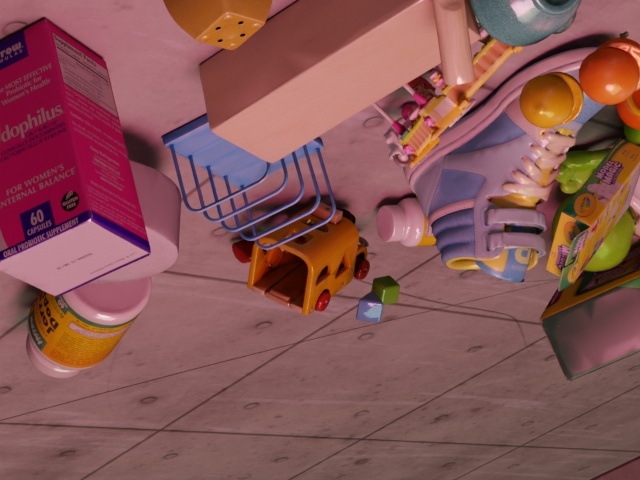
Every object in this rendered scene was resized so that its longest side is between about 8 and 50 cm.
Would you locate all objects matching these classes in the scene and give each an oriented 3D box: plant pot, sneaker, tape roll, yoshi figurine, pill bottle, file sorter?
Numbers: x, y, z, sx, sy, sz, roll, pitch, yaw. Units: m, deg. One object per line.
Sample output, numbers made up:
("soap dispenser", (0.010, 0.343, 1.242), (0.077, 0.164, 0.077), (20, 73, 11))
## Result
("plant pot", (-0.091, -0.223, 1.420), (0.081, 0.083, 0.081), (8, 147, -45))
("sneaker", (0.250, -0.071, 1.815), (0.127, 0.208, 0.319), (11, 144, -42))
("tape roll", (-0.262, -0.021, 1.701), (0.219, 0.072, 0.219), (1, 160, 0))
("yoshi figurine", (0.399, -0.059, 1.990), (0.203, 0.203, 0.362), (3, 156, -5))
("pill bottle", (0.134, -0.025, 2.024), (0.116, 0.065, 0.065), (-3, 153, -27))
("pill bottle", (-0.297, 0.091, 1.938), (0.117, 0.117, 0.208), (-2, 153, -29))
("file sorter", (-0.073, -0.071, 1.741), (0.118, 0.104, 0.170), (-26, 154, 19))

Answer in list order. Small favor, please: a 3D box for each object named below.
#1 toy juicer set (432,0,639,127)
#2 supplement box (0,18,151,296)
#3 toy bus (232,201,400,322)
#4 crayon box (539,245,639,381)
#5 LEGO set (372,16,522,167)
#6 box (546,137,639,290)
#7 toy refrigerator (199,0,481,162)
("toy juicer set", (0.195, -0.217, 1.500), (0.329, 0.209, 0.089), (3, -170, -34))
("supplement box", (-0.253, -0.078, 1.467), (0.111, 0.220, 0.114), (-24, 154, 17))
("toy bus", (-0.002, 0.007, 1.949), (0.191, 0.202, 0.104), (-1, 122, -17))
("crayon box", (0.493, 0.053, 2.192), (0.313, 0.106, 0.363), (-24, -177, 20))
("LEGO set", (0.128, -0.188, 1.666), (0.132, 0.107, 0.287), (-42, 175, -45))
("box", (0.321, -0.028, 1.840), (0.179, 0.043, 0.105), (-49, 158, -38))
("toy refrigerator", (0.015, -0.191, 1.553), (0.269, 0.094, 0.102), (-30, 146, 27))
